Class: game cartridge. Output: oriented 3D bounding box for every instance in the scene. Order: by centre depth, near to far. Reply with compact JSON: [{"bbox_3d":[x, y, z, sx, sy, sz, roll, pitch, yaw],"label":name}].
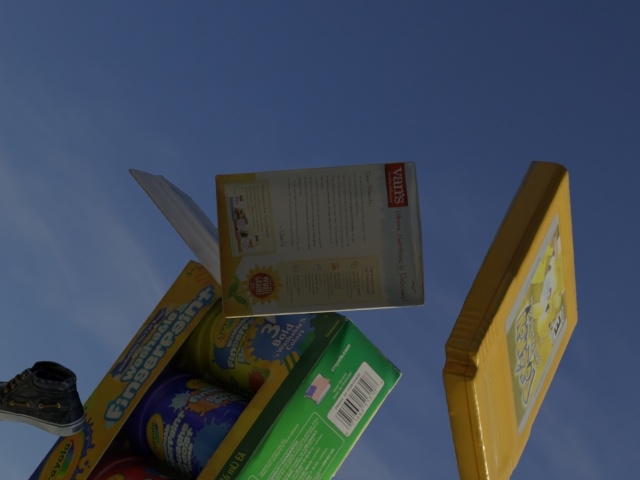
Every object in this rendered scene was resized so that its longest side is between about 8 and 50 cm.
[{"bbox_3d":[0.230,0.115,1.607,0.053,0.323,0.285,10,-42,23],"label":"game cartridge"}]

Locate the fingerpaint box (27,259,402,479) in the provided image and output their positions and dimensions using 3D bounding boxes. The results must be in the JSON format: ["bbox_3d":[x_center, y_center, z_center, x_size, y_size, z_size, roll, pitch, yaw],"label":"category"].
[{"bbox_3d":[-0.165,0.276,1.929,0.371,0.445,0.163,18,-24,48],"label":"fingerpaint box"}]

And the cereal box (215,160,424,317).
[{"bbox_3d":[0.000,0.000,1.620,0.047,0.240,0.173,44,43,-85],"label":"cereal box"}]

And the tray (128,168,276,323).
[{"bbox_3d":[-0.156,0.000,1.888,0.270,0.030,0.145,48,4,33],"label":"tray"}]

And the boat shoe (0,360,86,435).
[{"bbox_3d":[-0.388,0.194,1.806,0.183,0.065,0.083,10,-64,27],"label":"boat shoe"}]
